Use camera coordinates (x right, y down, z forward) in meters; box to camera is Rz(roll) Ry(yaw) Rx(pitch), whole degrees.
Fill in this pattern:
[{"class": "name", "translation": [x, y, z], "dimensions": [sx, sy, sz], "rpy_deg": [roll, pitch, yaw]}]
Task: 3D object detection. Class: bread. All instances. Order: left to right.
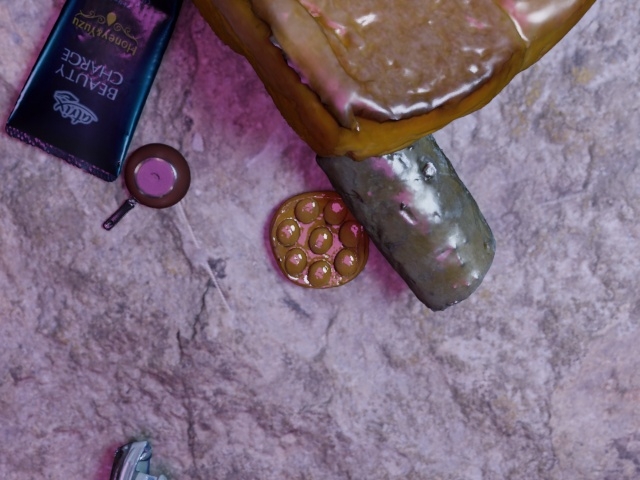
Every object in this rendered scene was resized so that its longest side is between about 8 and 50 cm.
[{"class": "bread", "translation": [0.000, 0.000, 0.796], "dimensions": [0.110, 0.024, 0.110], "rpy_deg": [1, 104, 2]}, {"class": "bread", "translation": [0.053, -0.258, 0.642], "dimensions": [0.328, 0.148, 0.337], "rpy_deg": [-38, 89, -10]}]

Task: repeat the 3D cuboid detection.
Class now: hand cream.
[{"class": "hand cream", "translation": [-0.202, -0.194, 0.741], "dimensions": [0.120, 0.061, 0.270], "rpy_deg": [26, 110, -12]}]

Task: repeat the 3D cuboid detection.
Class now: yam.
[{"class": "yam", "translation": [0.090, -0.034, 0.747], "dimensions": [0.107, 0.107, 0.194], "rpy_deg": [-34, 102, 9]}]

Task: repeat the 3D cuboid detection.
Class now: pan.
[{"class": "pan", "translation": [-0.184, -0.048, 0.787], "dimensions": [0.115, 0.023, 0.068], "rpy_deg": [-44, 101, 10]}]

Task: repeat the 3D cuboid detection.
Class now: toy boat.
[{"class": "toy boat", "translation": [-0.200, 0.285, 0.853], "dimensions": [0.066, 0.059, 0.139], "rpy_deg": [10, 103, 11]}]
